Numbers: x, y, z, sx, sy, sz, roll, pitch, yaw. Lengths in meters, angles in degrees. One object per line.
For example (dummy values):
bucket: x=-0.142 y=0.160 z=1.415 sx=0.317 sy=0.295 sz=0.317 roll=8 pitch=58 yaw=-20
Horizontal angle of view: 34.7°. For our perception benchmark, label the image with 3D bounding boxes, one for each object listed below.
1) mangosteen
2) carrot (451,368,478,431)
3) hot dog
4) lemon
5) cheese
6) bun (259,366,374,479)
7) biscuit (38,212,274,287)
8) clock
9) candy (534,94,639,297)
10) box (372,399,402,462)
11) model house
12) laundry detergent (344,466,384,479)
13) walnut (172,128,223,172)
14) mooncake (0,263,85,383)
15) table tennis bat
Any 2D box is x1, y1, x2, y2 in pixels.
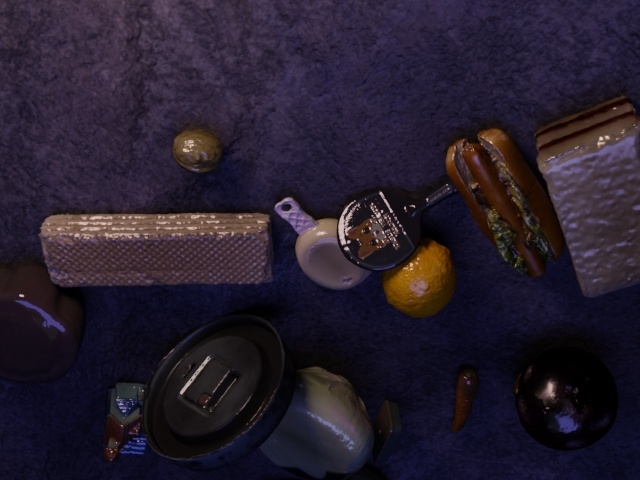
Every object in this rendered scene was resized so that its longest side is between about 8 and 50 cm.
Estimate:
mangosteen: x=0.483 y=0.327 z=2.083 sx=0.211 sy=0.211 sz=0.250 roll=14 pitch=158 yaw=-10
carrot: x=0.304 y=0.344 z=2.185 sx=0.047 sy=0.047 sz=0.191 roll=2 pitch=133 yaw=-1
hot dog: x=0.340 y=-0.053 z=1.827 sx=0.135 sy=0.100 sz=0.337 roll=-24 pitch=124 yaw=18
lemon: x=0.184 y=0.072 z=1.905 sx=0.142 sy=0.142 sz=0.187 roll=-10 pitch=141 yaw=9
cheese: x=0.000 y=0.000 z=1.900 sx=0.137 sy=0.064 sz=0.227 roll=-33 pitch=120 yaw=22
bun: x=-0.013 y=0.363 z=2.127 sx=0.283 sy=0.179 sz=0.283 roll=17 pitch=135 yaw=18
biscuit: x=-0.300 y=0.020 z=1.909 sx=0.426 sy=0.078 sz=0.144 roll=0 pitch=129 yaw=2
clock: x=-0.196 y=0.290 z=1.971 sx=0.325 sy=0.325 sz=0.067 roll=-23 pitch=131 yaw=18
candy: x=0.493 y=-0.068 z=1.770 sx=0.179 sy=0.135 sz=0.320 roll=-16 pitch=118 yaw=16
box: x=0.141 y=0.413 z=2.210 sx=0.031 sy=0.091 sz=0.126 roll=8 pitch=127 yaw=-14
model house: x=-0.406 y=0.401 z=2.171 sx=0.119 sy=0.148 sz=0.148 roll=9 pitch=130 yaw=-8
laundry detergent: x=0.107 y=0.626 z=2.379 sx=0.181 sy=0.091 sz=0.253 roll=-33 pitch=122 yaw=26
walnut: x=-0.211 y=-0.153 z=1.769 sx=0.092 sy=0.092 sz=0.092 roll=0 pitch=129 yaw=1
mooncake: x=-0.575 y=0.161 z=1.990 sx=0.245 sy=0.133 sz=0.245 roll=0 pitch=129 yaw=1
table tennis bat: x=0.140 y=-0.039 z=1.842 sx=0.236 sy=0.150 sz=0.027 roll=-30 pitch=165 yaw=2
